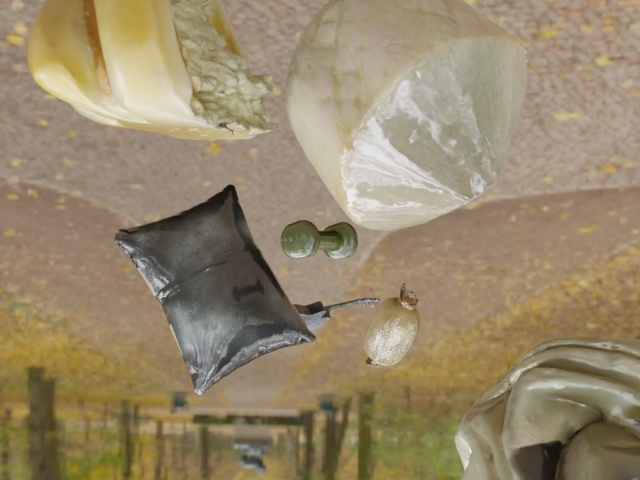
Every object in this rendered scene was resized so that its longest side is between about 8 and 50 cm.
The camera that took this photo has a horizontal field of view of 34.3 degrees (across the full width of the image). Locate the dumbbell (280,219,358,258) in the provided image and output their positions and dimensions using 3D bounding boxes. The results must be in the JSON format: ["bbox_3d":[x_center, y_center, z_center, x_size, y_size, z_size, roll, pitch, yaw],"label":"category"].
[{"bbox_3d":[0.000,0.000,1.269,0.052,0.046,0.118,-13,173,30],"label":"dumbbell"}]

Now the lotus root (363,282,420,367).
[{"bbox_3d":[0.108,0.133,1.542,0.073,0.150,0.062,31,-150,14],"label":"lotus root"}]

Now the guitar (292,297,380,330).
[{"bbox_3d":[0.008,0.129,1.833,0.233,0.025,0.088,-10,148,-30],"label":"guitar"}]

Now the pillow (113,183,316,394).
[{"bbox_3d":[-0.138,0.060,1.372,0.186,0.250,0.106,-25,167,-24],"label":"pillow"}]

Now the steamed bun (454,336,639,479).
[{"bbox_3d":[0.302,0.279,1.070,0.346,0.394,0.237,28,170,3],"label":"steamed bun"}]

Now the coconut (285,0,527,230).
[{"bbox_3d":[0.139,-0.201,1.631,0.344,0.415,0.415,-27,176,-15],"label":"coconut"}]

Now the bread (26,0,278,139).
[{"bbox_3d":[-0.225,-0.244,1.493,0.245,0.329,0.424,-36,175,10],"label":"bread"}]
